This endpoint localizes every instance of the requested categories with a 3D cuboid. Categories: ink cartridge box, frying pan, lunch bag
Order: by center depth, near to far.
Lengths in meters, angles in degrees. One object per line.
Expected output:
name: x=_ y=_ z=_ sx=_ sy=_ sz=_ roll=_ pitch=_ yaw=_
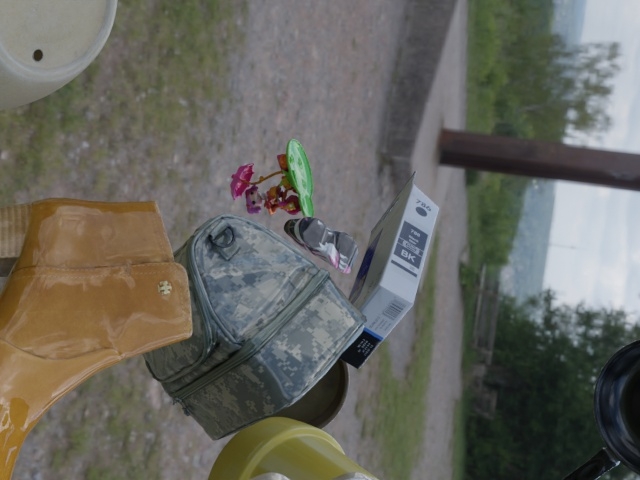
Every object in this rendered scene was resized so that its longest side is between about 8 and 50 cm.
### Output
frying pan: x=0.451 y=0.289 z=1.147 sx=0.053 sy=0.197 sz=0.326 roll=8 pitch=106 yaw=-50
lunch bag: x=-0.130 y=0.114 z=1.174 sx=0.212 sy=0.256 sz=0.305 roll=-42 pitch=-177 yaw=-36
ink cartridge box: x=0.110 y=0.037 z=1.320 sx=0.165 sy=0.065 sz=0.332 roll=-57 pitch=-174 yaw=38

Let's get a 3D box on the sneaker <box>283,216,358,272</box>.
sneaker: x=0.000 y=0.000 z=1.606 sx=0.178 sy=0.077 sz=0.072 roll=41 pitch=71 yaw=-39

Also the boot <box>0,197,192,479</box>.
boot: x=-0.216 y=0.100 z=0.737 sx=0.104 sy=0.211 sz=0.295 roll=145 pitch=-60 yaw=-61

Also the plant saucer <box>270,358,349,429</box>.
plant saucer: x=-0.072 y=0.300 z=1.847 sx=0.041 sy=0.278 sz=0.278 roll=-36 pitch=133 yaw=-81

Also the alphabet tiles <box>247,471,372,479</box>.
alphabet tiles: x=-0.020 y=0.360 z=0.985 sx=0.284 sy=0.278 sz=0.021 roll=43 pitch=29 yaw=-35

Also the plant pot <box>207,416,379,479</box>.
plant pot: x=-0.017 y=0.424 z=1.312 sx=0.254 sy=0.239 sz=0.254 roll=-1 pitch=92 yaw=-40

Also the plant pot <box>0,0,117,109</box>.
plant pot: x=-0.292 y=-0.231 z=0.737 sx=0.284 sy=0.191 sz=0.284 roll=-38 pitch=142 yaw=-37

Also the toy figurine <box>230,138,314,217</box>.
toy figurine: x=-0.107 y=-0.106 z=1.713 sx=0.130 sy=0.159 sz=0.173 roll=9 pitch=69 yaw=-71
